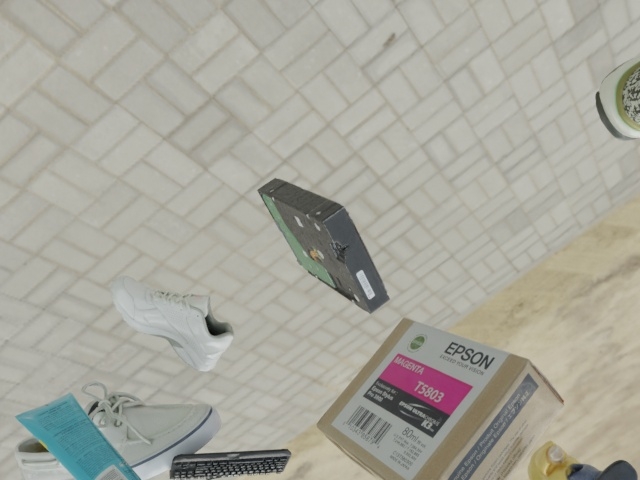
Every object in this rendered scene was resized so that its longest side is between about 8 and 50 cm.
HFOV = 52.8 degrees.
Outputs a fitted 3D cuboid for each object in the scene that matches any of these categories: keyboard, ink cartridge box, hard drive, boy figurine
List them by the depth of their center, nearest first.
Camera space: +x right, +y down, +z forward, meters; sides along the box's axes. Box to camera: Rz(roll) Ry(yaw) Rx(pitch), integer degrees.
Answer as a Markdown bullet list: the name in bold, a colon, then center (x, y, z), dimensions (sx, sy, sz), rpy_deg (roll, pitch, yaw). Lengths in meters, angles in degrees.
- **ink cartridge box**: center (0.129, 0.207, 0.763), dimensions (0.193, 0.234, 0.088), rpy_deg (-49, 113, -16)
- **keyboard**: center (-0.142, 0.355, 1.006), dimensions (0.180, 0.023, 0.108), rpy_deg (3, 144, -16)
- **boy figurine**: center (0.436, 0.404, 1.074), dimensions (0.092, 0.177, 0.285), rpy_deg (-45, 176, -9)
- **hard drive**: center (0.000, 0.000, 1.374), dimensions (0.064, 0.339, 0.237), rpy_deg (-35, 116, -15)

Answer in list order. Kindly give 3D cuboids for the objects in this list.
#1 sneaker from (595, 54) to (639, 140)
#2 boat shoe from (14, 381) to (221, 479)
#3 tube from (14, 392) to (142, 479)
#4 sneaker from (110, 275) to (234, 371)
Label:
- **sneaker**: center (0.653, -0.286, 1.000), dimensions (0.410, 0.182, 0.158), rpy_deg (-32, 98, 4)
- **boat shoe**: center (-0.351, 0.310, 1.070), dimensions (0.367, 0.136, 0.157), rpy_deg (-20, 103, 16)
- **tube**: center (-0.302, 0.275, 0.833), dimensions (0.080, 0.207, 0.052), rpy_deg (-14, 133, -53)
- **sneaker**: center (-0.244, 0.118, 1.102), dimensions (0.232, 0.090, 0.115), rpy_deg (38, 110, -20)
